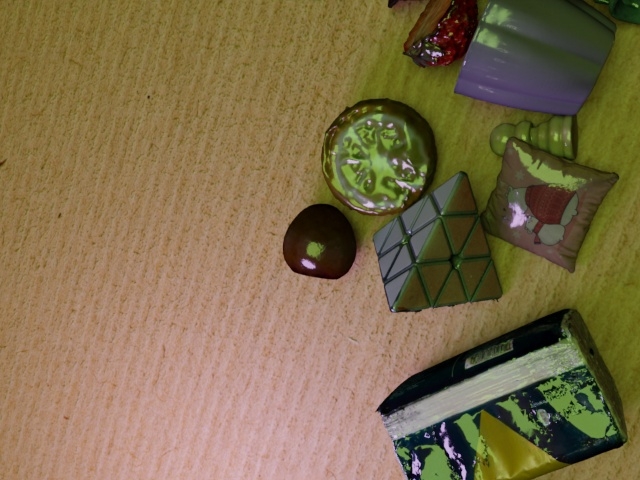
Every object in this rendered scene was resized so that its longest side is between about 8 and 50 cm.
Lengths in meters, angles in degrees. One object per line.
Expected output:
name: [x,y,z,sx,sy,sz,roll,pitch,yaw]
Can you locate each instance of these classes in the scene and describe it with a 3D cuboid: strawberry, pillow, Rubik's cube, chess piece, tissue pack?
strawberry: [0.276,-0.454,1.525,0.111,0.190,0.236,29,83,-15]
pillow: [0.446,-0.071,1.490,0.223,0.084,0.236,22,124,15]
Rubik's cube: [0.231,0.029,1.525,0.229,0.229,0.233,-19,72,6]
chess piece: [0.430,-0.208,1.510,0.171,0.094,0.094,2,94,29]
tissue pack: [0.356,0.330,1.472,0.417,0.264,0.253,-27,85,20]

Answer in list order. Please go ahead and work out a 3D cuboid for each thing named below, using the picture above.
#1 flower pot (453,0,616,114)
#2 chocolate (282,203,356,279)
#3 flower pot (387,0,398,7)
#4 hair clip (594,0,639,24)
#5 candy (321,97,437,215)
flower pot: [0.415,-0.367,1.431,0.243,0.265,0.265,23,102,5]
chocolate: [0.000,0.000,1.649,0.177,0.177,0.176,1,94,21]
flower pot: [0.209,-0.606,1.534,0.084,0.179,0.250,10,97,-5]
hair clip: [0.606,-0.554,1.327,0.392,0.238,0.318,13,97,20]
candy: [0.126,-0.178,1.608,0.260,0.118,0.259,3,97,21]
